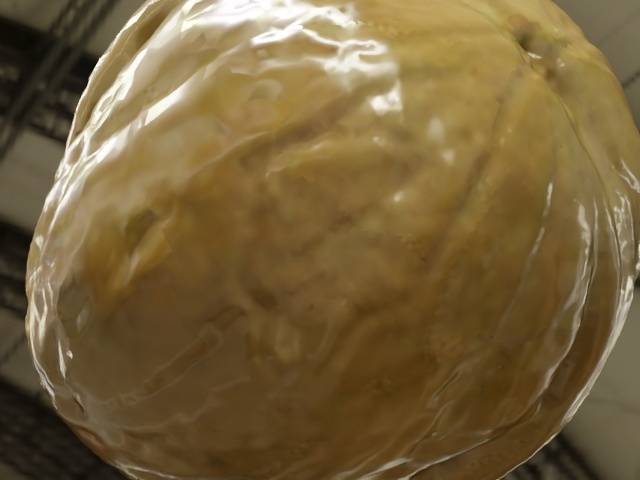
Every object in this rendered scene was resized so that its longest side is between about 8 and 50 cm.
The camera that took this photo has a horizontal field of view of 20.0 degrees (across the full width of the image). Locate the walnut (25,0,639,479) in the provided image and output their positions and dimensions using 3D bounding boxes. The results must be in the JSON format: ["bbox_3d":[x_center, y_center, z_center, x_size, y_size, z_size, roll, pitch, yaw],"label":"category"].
[{"bbox_3d":[0.000,0.000,0.932,0.333,0.332,0.333,9,-32,6],"label":"walnut"}]
